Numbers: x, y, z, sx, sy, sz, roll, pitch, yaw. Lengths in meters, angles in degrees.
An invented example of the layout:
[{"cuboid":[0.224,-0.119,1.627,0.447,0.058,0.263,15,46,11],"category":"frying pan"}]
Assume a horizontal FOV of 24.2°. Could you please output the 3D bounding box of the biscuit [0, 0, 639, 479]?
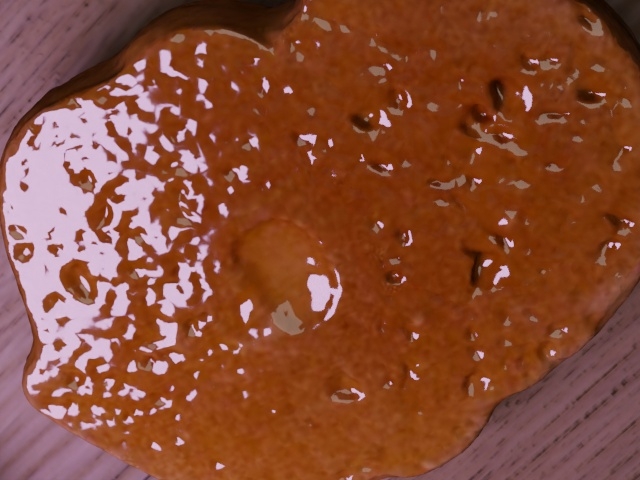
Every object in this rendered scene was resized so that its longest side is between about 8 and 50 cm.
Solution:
[{"cuboid":[0.000,0.000,0.934,0.455,0.078,0.350,-31,107,19],"category":"biscuit"}]
